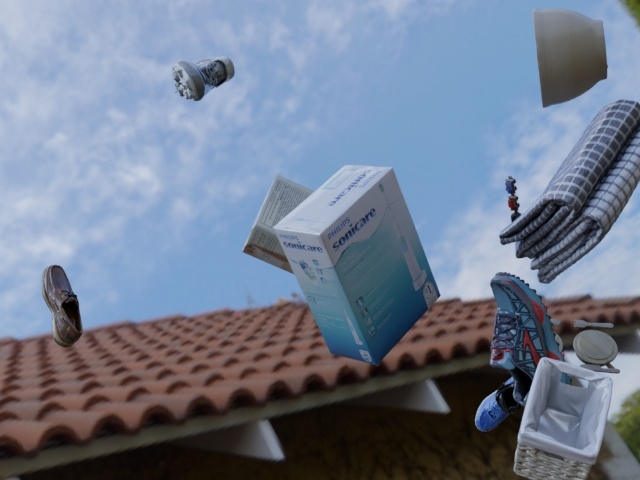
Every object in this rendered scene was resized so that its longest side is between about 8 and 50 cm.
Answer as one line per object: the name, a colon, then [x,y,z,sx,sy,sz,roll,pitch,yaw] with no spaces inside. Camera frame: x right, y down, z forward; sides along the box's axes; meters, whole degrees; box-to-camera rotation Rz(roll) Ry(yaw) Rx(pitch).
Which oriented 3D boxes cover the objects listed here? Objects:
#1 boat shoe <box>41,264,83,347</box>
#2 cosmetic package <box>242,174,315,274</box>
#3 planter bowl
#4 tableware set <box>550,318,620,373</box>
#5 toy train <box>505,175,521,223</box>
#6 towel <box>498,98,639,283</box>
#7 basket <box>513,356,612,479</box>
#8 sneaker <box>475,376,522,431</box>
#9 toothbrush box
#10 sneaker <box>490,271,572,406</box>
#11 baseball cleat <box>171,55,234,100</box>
boat shoe: [-0.518,0.126,1.877,0.060,0.178,0.064,-32,-24,31]
cosmetic package: [0.000,0.000,2.004,0.129,0.296,0.153,121,172,-57]
planter bowl: [0.408,-0.303,1.503,0.109,0.162,0.162,-6,-21,14]
tableware set: [0.500,0.220,1.870,0.194,0.128,0.039,4,-44,5]
toy train: [0.529,-0.104,2.540,0.036,0.027,0.158,-41,-54,-40]
towel: [0.433,-0.083,1.554,0.235,0.121,0.283,-54,-4,-22]
basket: [0.354,0.273,1.361,0.167,0.113,0.103,-56,-23,-48]
sneaker: [0.366,0.338,1.885,0.152,0.058,0.084,-48,-11,16]
toothbrush box: [0.073,0.041,1.678,0.216,0.126,0.295,-44,-56,-32]
sneaker: [0.364,0.187,1.695,0.125,0.261,0.104,-25,3,-18]
baseball cleat: [-0.193,-0.279,1.536,0.109,0.072,0.206,-25,16,-9]
